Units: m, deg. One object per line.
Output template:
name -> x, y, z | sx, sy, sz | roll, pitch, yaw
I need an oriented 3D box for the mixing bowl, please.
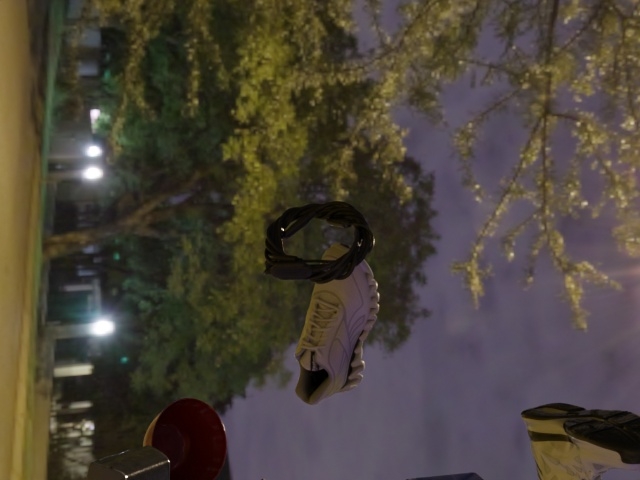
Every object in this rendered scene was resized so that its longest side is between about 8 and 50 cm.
mixing bowl -> -0.291, 0.417, 1.543 | 0.098, 0.181, 0.182 | -20, -110, 42

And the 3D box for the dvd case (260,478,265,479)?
dvd case -> -0.113, 0.544, 1.277 | 0.221, 0.164, 0.018 | 58, 2, 22

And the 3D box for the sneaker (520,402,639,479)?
sneaker -> 0.638, 0.533, 1.759 | 0.447, 0.169, 0.258 | 159, -80, -76

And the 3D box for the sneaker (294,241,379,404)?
sneaker -> 0.018, 0.145, 1.235 | 0.110, 0.118, 0.292 | 24, -57, 34

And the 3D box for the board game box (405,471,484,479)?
board game box -> 0.248, 0.581, 1.309 | 0.232, 0.141, 0.291 | 174, -87, -82

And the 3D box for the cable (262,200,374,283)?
cable -> 0.000, 0.000, 1.184 | 0.047, 0.184, 0.151 | 63, 32, -41

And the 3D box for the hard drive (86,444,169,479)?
hard drive -> -0.265, 0.414, 1.005 | 0.172, 0.054, 0.255 | 24, 73, -73
